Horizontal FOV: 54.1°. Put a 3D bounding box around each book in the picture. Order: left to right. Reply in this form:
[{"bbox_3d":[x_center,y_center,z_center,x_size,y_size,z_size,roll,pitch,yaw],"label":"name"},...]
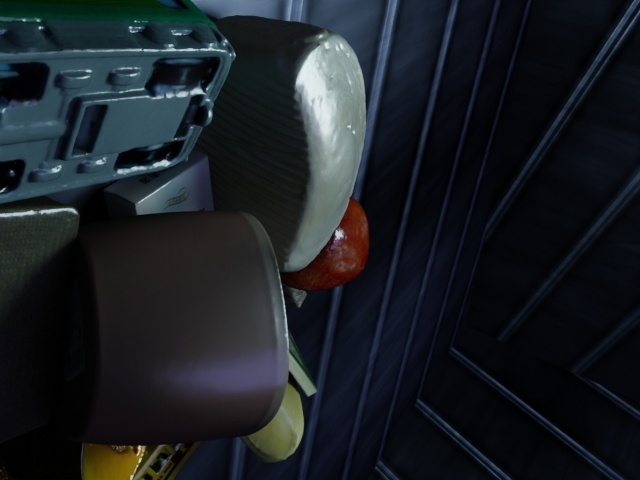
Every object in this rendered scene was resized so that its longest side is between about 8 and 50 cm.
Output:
[{"bbox_3d":[-0.097,0.138,1.131,0.027,0.202,0.264,-30,129,-2],"label":"book"}]

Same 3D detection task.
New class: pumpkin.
[{"bbox_3d":[-0.306,0.276,0.918,0.280,0.139,0.190,7,84,-63],"label":"pumpkin"}]

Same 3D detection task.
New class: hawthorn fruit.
[{"bbox_3d":[0.000,0.000,1.258,0.249,0.215,0.215,4,107,-51],"label":"hawthorn fruit"}]

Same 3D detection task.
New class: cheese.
[{"bbox_3d":[-0.128,0.226,1.120,0.128,0.316,0.260,-26,112,-4],"label":"cheese"}]

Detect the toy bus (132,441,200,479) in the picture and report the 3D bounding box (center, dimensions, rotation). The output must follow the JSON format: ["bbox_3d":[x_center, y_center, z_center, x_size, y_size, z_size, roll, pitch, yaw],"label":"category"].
[{"bbox_3d":[-0.306,0.374,1.065,0.335,0.121,0.123,-53,144,-27],"label":"toy bus"}]

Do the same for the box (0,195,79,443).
[{"bbox_3d":[-0.380,0.077,0.643,0.184,0.143,0.273,-15,122,-60],"label":"box"}]

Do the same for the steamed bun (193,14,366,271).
[{"bbox_3d":[-0.050,-0.159,0.977,0.236,0.247,0.384,-40,143,-41],"label":"steamed bun"}]

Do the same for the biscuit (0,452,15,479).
[{"bbox_3d":[-0.443,0.360,0.885,0.206,0.025,0.126,-57,153,-22],"label":"biscuit"}]

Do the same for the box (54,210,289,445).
[{"bbox_3d":[-0.200,0.110,0.763,0.216,0.301,0.301,-1,114,-36],"label":"box"}]

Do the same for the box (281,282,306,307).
[{"bbox_3d":[-0.071,0.100,1.369,0.045,0.062,0.098,-59,152,-28],"label":"box"}]

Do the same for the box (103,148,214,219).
[{"bbox_3d":[-0.231,-0.005,0.959,0.155,0.067,0.243,-45,147,-43],"label":"box"}]

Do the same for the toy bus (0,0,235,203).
[{"bbox_3d":[-0.268,-0.160,0.575,0.343,0.199,0.184,-23,155,-51],"label":"toy bus"}]
